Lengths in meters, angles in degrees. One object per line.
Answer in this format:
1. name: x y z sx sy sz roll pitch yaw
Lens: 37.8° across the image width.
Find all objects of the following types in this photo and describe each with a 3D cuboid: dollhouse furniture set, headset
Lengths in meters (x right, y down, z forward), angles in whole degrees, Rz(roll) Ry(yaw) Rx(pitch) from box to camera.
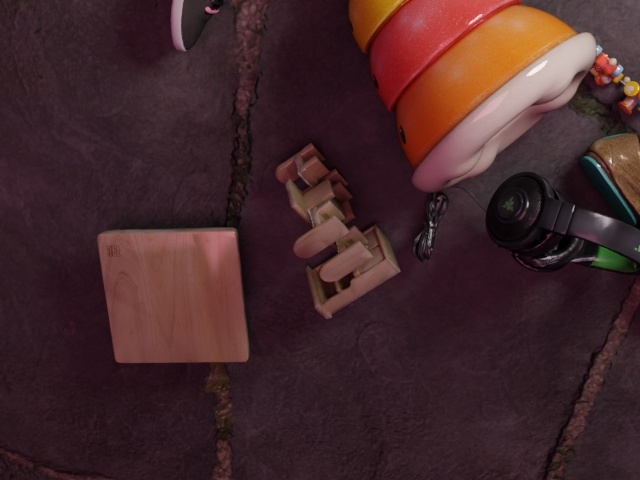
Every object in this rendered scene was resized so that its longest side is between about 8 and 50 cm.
1. dollhouse furniture set: 0.000 0.000 1.619 0.161 0.212 0.242 -33 129 15
2. headset: 0.350 -0.001 1.567 0.394 0.243 0.185 19 85 30

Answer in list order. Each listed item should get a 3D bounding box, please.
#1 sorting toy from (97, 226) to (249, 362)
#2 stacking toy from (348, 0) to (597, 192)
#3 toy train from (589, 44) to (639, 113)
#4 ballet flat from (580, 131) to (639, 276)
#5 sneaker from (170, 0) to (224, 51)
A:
1. sorting toy: -0.263 0.093 1.743 0.255 0.089 0.257 -1 109 7
2. stacking toy: 0.161 -0.347 1.473 0.350 0.350 0.480 -41 81 18
3. toy train: 0.484 -0.250 1.515 0.166 0.125 0.046 39 107 -12
4. ballet flat: 0.572 -0.038 1.602 0.124 0.116 0.342 -32 100 -4
5. sneaker: -0.142 -0.432 1.533 0.146 0.104 0.296 24 106 3
